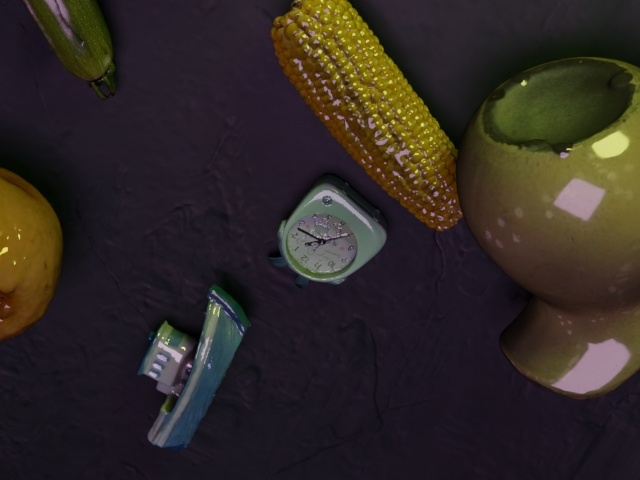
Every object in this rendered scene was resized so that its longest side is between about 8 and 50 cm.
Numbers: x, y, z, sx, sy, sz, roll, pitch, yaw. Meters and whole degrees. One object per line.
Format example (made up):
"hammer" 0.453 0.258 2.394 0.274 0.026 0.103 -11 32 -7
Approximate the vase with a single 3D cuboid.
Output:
"vase" 0.310 -0.037 1.556 0.329 0.241 0.302 -27 125 -10

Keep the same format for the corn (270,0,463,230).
"corn" 0.050 -0.138 1.586 0.101 0.101 0.310 -31 111 19

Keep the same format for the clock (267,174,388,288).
"clock" 0.000 0.000 1.686 0.101 0.041 0.135 42 114 -13

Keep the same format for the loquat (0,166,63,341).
"loquat" -0.379 0.015 1.650 0.208 0.208 0.208 3 115 5

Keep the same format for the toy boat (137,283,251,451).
"toy boat" -0.156 0.139 1.743 0.102 0.088 0.215 27 116 -2

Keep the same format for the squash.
"squash" -0.293 -0.281 1.570 0.080 0.071 0.318 -28 109 19
